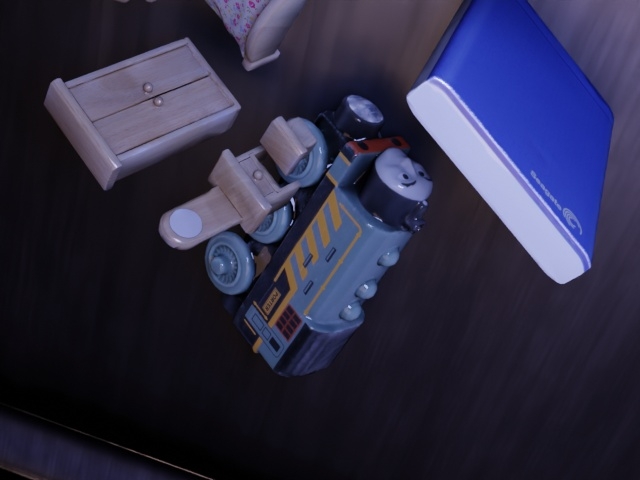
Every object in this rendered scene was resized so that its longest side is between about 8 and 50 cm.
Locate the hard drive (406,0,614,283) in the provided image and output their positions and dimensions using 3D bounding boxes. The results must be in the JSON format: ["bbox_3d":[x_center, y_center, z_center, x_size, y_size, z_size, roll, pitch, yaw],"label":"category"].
[{"bbox_3d":[0.192,-0.123,1.022,0.040,0.319,0.210,-34,104,31],"label":"hard drive"}]

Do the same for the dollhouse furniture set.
[{"bbox_3d":[-0.114,-0.196,1.012,0.303,0.174,0.355,53,144,10],"label":"dollhouse furniture set"}]

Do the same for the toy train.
[{"bbox_3d":[0.000,0.000,1.239,0.190,0.142,0.334,50,126,23],"label":"toy train"}]
